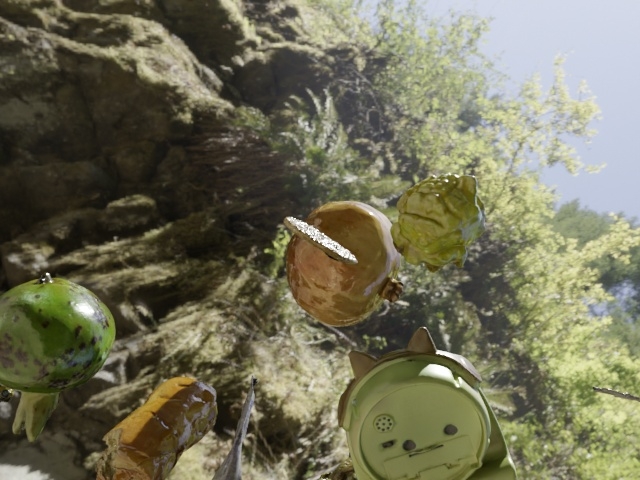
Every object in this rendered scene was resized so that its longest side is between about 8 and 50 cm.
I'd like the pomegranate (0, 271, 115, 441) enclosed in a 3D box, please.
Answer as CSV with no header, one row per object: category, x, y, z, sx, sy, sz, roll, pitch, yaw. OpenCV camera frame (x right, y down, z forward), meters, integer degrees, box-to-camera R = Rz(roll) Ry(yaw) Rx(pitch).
pomegranate,-0.447,0.182,0.928,0.211,0.211,0.263,8,-86,52

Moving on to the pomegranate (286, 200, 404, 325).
pomegranate,0.084,0.087,1.818,0.411,0.411,0.411,17,-68,50

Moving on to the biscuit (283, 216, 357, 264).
biscuit,-0.001,0.001,1.449,0.220,0.220,0.033,37,-82,42

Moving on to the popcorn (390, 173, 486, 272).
popcorn,0.283,-0.045,1.335,0.195,0.256,0.255,35,-73,24

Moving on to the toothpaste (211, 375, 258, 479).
toothpaste,-0.147,0.367,0.954,0.099,0.068,0.282,-36,-153,30

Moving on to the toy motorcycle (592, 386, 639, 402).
toy motorcycle,0.690,0.266,0.967,0.401,0.207,0.134,14,-83,29

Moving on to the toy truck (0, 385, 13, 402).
toy truck,-0.856,0.407,1.505,0.054,0.083,0.049,53,-36,14

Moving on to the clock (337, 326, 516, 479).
clock,0.175,0.336,1.037,0.117,0.286,0.348,-92,161,-74

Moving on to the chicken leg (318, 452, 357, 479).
chicken leg,-0.005,0.726,1.505,0.140,0.361,0.211,48,-4,-1

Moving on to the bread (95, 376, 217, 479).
bread,-0.402,0.478,1.441,0.195,0.344,0.148,-1,-75,19
